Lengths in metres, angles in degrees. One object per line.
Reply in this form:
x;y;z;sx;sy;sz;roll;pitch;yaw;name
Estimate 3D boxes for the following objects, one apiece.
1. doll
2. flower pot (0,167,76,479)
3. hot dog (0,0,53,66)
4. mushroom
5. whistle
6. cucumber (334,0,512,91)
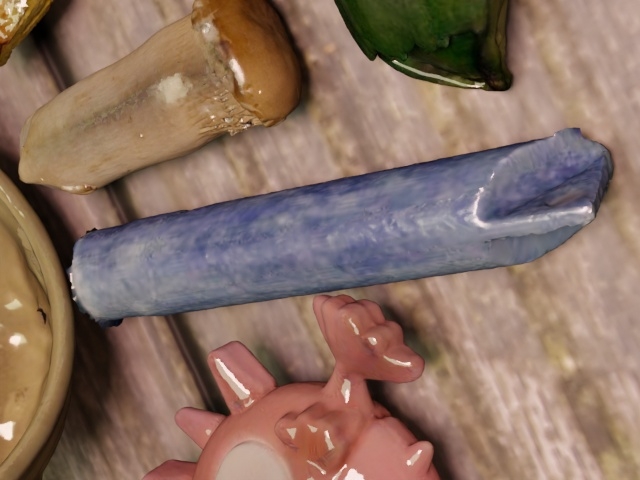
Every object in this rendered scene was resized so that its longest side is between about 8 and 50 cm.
-0.001;0.153;0.601;0.211;0.093;0.261;28;117;25;doll
-0.309;0.083;0.650;0.307;0.307;0.244;55;137;6;flower pot
-0.178;-0.177;0.634;0.078;0.061;0.168;11;108;24;hot dog
-0.103;-0.075;0.620;0.209;0.071;0.084;-20;87;33;mushroom
0.000;0.000;0.585;0.304;0.062;0.062;-10;97;29;whistle
0.029;-0.224;0.496;0.145;0.105;0.325;4;106;26;cucumber
